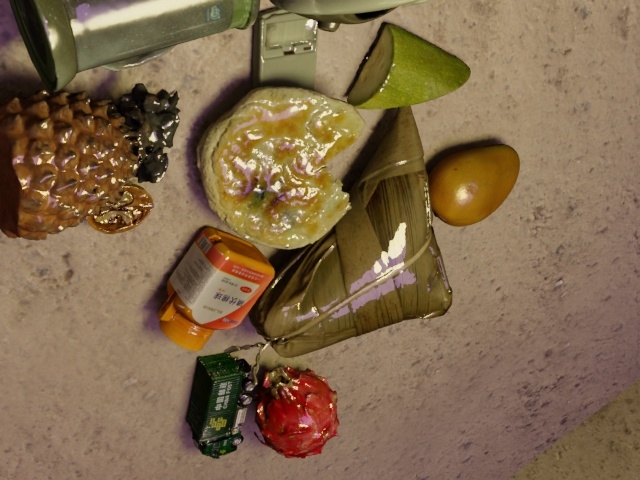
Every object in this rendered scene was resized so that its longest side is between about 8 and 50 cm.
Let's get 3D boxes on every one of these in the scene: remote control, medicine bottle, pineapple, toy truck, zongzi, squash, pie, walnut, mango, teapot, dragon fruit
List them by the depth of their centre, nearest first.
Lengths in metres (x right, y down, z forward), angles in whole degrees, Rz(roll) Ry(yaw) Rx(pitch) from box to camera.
[{"bbox_3d":[-0.254,-0.339,1.130,0.336,0.200,0.270,-23,162,-22],"label":"teapot"},{"bbox_3d":[-0.344,-0.141,1.216,0.357,0.222,0.223,-26,138,-43],"label":"pineapple"},{"bbox_3d":[-0.351,-0.063,1.362,0.121,0.052,0.091,-12,128,-31],"label":"walnut"},{"bbox_3d":[-0.067,-0.276,1.417,0.123,0.038,0.286,-17,130,-26],"label":"remote control"},{"bbox_3d":[-0.068,-0.127,1.434,0.337,0.075,0.338,-10,124,-15],"label":"pie"},{"bbox_3d":[0.192,-0.297,1.543,0.252,0.093,0.170,13,113,-42],"label":"squash"},{"bbox_3d":[-0.213,0.100,1.549,0.149,0.112,0.222,24,107,-45],"label":"medicine bottle"},{"bbox_3d":[-0.006,-0.007,1.618,0.499,0.218,0.467,-17,108,-11],"label":"zongzi"},{"bbox_3d":[0.340,-0.120,1.763,0.254,0.139,0.176,-17,139,-34],"label":"mango"},{"bbox_3d":[-0.225,0.374,1.781,0.121,0.088,0.259,-8,126,-33],"label":"toy truck"},{"bbox_3d":[-0.057,0.391,1.842,0.205,0.210,0.268,-42,134,-25],"label":"dragon fruit"}]

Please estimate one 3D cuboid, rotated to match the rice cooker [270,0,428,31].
[{"bbox_3d":[0.052,-0.476,1.110,0.335,0.335,0.325,-24,121,-19],"label":"rice cooker"}]
